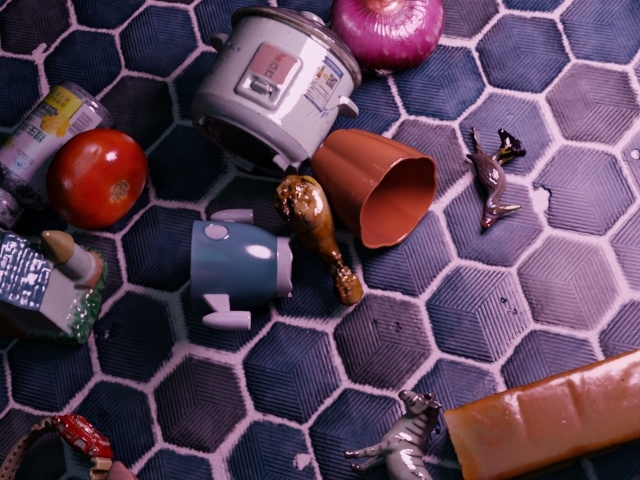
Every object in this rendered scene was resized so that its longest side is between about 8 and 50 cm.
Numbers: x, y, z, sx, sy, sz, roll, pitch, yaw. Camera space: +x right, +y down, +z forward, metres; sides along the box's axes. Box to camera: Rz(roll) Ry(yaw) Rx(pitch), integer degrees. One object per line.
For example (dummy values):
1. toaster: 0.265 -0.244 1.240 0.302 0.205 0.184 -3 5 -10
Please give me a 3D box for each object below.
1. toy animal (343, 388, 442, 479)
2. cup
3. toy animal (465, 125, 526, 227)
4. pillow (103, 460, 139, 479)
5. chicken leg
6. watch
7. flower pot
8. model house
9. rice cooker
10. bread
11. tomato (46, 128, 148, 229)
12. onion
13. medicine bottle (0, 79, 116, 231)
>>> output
1. toy animal: 0.137 0.357 1.650 0.176 0.073 0.216 -22 69 1
2. cup: -0.135 0.044 1.794 0.173 0.167 0.299 0 41 -2
3. toy animal: 0.306 -0.115 1.836 0.105 0.070 0.202 -3 68 24
4. pillow: -0.309 0.510 1.664 0.223 0.084 0.236 27 77 19
5. chicken leg: 0.003 -0.001 1.789 0.087 0.107 0.251 -29 92 4
6. watch: -0.465 0.421 1.738 0.165 0.102 0.268 26 82 19
7. flower pot: 0.084 -0.105 1.811 0.190 0.190 0.173 -44 52 -9
8. model house: -0.550 0.040 1.784 0.267 0.325 0.194 8 71 14
9. rice cooker: -0.077 -0.279 1.867 0.317 0.264 0.316 0 75 1
10. bread: 0.385 0.284 1.628 0.361 0.077 0.138 -18 64 3
11. tomato: -0.413 -0.116 1.902 0.136 0.195 0.195 32 76 27
12. onion: 0.125 -0.398 1.933 0.207 0.200 0.200 -3 62 -25
13. medicine bottle: -0.532 -0.157 1.967 0.141 0.141 0.293 33 77 22
